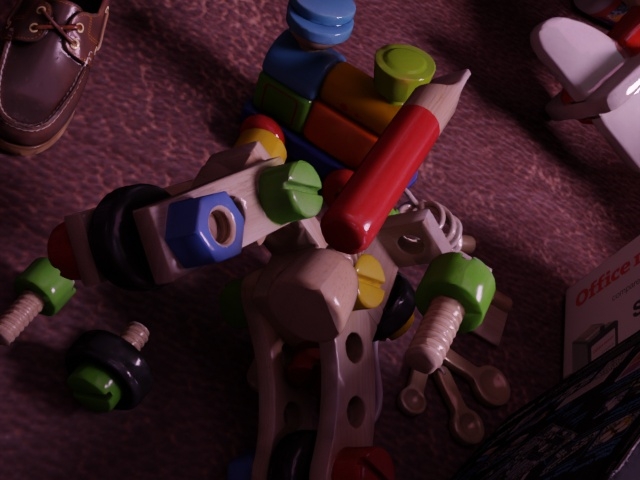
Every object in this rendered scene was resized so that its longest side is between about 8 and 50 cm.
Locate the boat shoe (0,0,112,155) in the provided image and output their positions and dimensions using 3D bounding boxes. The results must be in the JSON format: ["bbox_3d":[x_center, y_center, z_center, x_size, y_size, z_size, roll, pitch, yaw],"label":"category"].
[{"bbox_3d":[-0.204,-0.162,0.707,0.073,0.073,0.207,20,54,-20],"label":"boat shoe"}]

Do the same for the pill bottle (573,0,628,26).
[{"bbox_3d":[0.421,-0.298,1.144,0.193,0.108,0.108,19,52,-19],"label":"pill bottle"}]

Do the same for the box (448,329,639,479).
[{"bbox_3d":[0.140,0.156,0.556,0.073,0.295,0.293,48,48,8],"label":"box"}]

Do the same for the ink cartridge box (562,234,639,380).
[{"bbox_3d":[0.294,0.122,0.734,0.115,0.198,0.273,24,51,-14],"label":"ink cartridge box"}]

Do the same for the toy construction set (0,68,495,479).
[{"bbox_3d":[0.000,0.000,0.572,0.257,0.309,0.237,41,49,-7],"label":"toy construction set"}]

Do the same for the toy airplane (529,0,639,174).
[{"bbox_3d":[0.390,-0.251,0.958,0.384,0.386,0.272,4,19,4],"label":"toy airplane"}]

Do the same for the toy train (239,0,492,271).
[{"bbox_3d":[0.058,-0.091,0.737,0.248,0.143,0.105,34,47,15],"label":"toy train"}]

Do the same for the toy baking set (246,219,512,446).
[{"bbox_3d":[0.061,0.064,0.744,0.256,0.030,0.196,9,56,-26],"label":"toy baking set"}]
